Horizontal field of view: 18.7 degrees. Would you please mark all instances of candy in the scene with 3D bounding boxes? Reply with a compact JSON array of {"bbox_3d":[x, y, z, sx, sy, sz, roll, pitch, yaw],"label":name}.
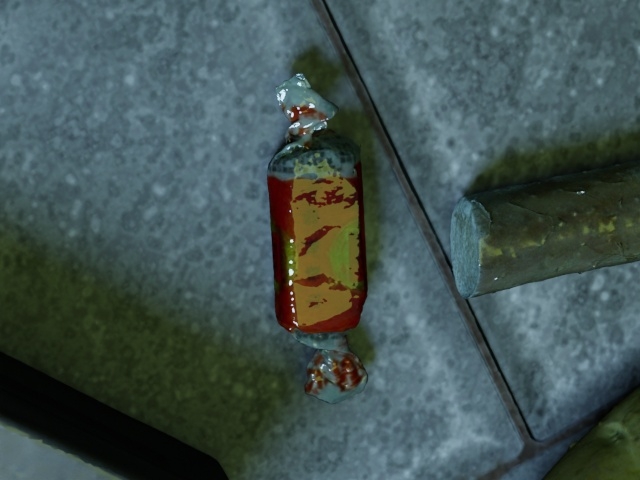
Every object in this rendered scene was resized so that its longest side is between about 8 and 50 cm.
[{"bbox_3d":[-0.001,0.000,1.671,0.086,0.059,0.292,-5,101,-10],"label":"candy"}]

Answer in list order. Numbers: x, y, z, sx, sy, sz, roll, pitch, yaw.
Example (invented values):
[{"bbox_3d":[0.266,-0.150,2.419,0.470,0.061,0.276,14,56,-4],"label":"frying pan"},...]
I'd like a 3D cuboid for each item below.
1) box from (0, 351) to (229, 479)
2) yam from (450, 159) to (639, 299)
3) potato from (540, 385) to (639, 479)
[{"bbox_3d":[-0.262,0.245,1.575,0.345,0.204,0.251,29,93,-18],"label":"box"},{"bbox_3d":[0.242,-0.018,1.716,0.259,0.093,0.093,-11,103,-12],"label":"yam"},{"bbox_3d":[0.297,0.271,1.726,0.270,0.219,0.359,23,87,-27],"label":"potato"}]
